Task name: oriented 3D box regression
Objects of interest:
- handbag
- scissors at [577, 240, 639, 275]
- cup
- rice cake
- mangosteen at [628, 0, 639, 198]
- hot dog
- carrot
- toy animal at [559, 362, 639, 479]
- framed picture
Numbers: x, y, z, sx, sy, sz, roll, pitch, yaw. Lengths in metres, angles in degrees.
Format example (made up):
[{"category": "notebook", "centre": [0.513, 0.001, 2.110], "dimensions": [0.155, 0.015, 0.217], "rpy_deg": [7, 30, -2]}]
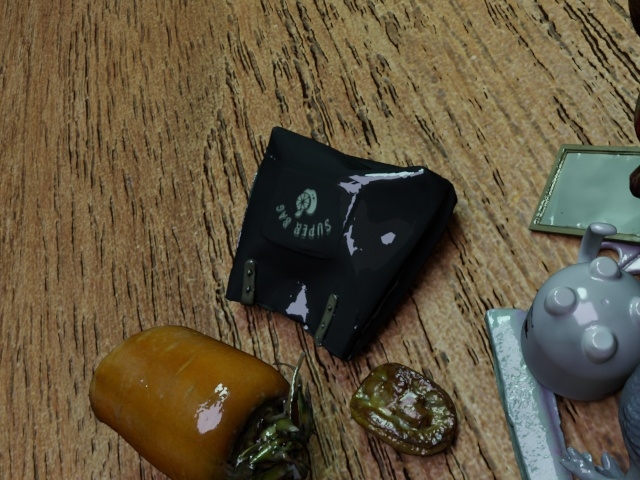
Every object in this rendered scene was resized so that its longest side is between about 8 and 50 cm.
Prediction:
[{"category": "handbag", "centre": [0.000, 0.000, 1.076], "dimensions": [0.342, 0.152, 0.288], "rpy_deg": [21, 88, 39]}, {"category": "scissors", "centre": [0.413, -0.003, 0.891], "dimensions": [0.212, 0.021, 0.110], "rpy_deg": [-42, 52, 5]}, {"category": "cup", "centre": [0.307, 0.077, 0.804], "dimensions": [0.134, 0.142, 0.173], "rpy_deg": [37, 75, 22]}, {"category": "rice cake", "centre": [0.256, 0.209, 0.851], "dimensions": [0.081, 0.051, 0.290], "rpy_deg": [-16, 58, 11]}, {"category": "mangosteen", "centre": [0.497, -0.176, 0.701], "dimensions": [0.435, 0.382, 0.382], "rpy_deg": [-13, 57, 14]}, {"category": "hot dog", "centre": [0.102, 0.214, 0.932], "dimensions": [0.147, 0.065, 0.099], "rpy_deg": [26, 70, 41]}, {"category": "carrot", "centre": [-0.131, 0.237, 0.982], "dimensions": [0.331, 0.214, 0.193], "rpy_deg": [20, 119, 41]}, {"category": "toy animal", "centre": [0.330, 0.219, 0.688], "dimensions": [0.206, 0.081, 0.367], "rpy_deg": [-32, 70, 55]}, {"category": "framed picture", "centre": [0.377, -0.061, 0.932], "dimensions": [0.201, 0.010, 0.136], "rpy_deg": [10, 69, 45]}]
